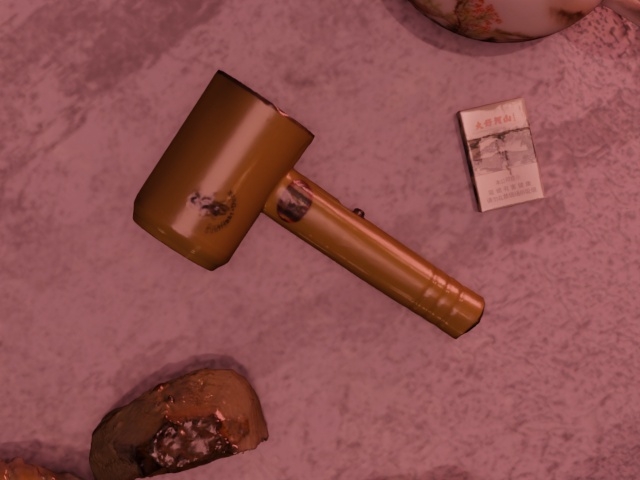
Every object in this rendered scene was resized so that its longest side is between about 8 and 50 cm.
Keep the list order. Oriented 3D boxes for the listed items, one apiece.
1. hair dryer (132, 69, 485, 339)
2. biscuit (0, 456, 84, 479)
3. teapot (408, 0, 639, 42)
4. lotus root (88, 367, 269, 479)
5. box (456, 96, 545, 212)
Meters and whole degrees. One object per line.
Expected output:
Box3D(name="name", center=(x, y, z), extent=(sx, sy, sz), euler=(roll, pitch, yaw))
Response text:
Box3D(name="hair dryer", center=(0.000, 0.000, 1.249), extent=(0.278, 0.090, 0.135), euler=(33, 89, -9))
Box3D(name="biscuit", center=(-0.207, 0.271, 1.227), extent=(0.179, 0.084, 0.281), euler=(-39, 90, 9))
Box3D(name="teapot", center=(0.152, -0.248, 1.218), extent=(0.298, 0.139, 0.204), euler=(31, 87, -3))
Box3D(name="lotus root", center=(-0.109, 0.139, 1.219), extent=(0.143, 0.144, 0.070), euler=(-16, 86, -11))
Box3D(name="box", center=(0.144, -0.068, 1.278), extent=(0.054, 0.024, 0.083), euler=(-13, 92, -1))
